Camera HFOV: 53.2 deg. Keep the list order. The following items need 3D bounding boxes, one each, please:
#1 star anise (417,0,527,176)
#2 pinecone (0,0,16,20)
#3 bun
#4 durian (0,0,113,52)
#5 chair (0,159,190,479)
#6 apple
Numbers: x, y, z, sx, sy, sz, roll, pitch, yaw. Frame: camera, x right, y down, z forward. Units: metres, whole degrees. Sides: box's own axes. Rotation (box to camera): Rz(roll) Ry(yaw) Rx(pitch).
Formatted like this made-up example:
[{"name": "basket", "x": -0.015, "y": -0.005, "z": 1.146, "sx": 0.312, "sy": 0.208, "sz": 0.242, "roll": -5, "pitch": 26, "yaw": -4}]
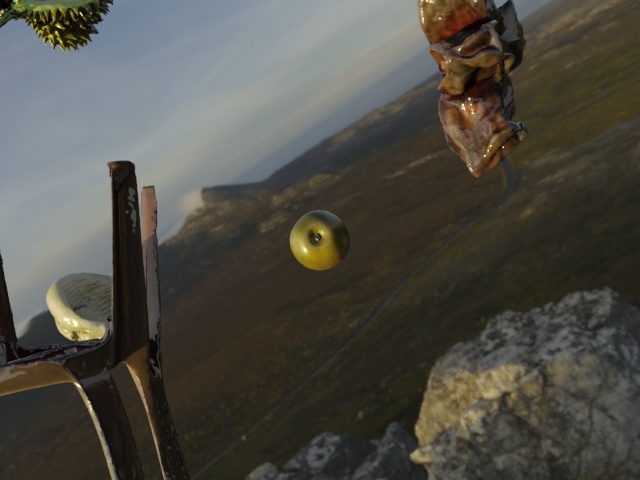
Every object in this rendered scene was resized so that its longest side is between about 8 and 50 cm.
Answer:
[{"name": "star anise", "x": 0.154, "y": -0.191, "z": 0.631, "sx": 0.098, "sy": 0.220, "sz": 0.214, "roll": -12, "pitch": 17, "yaw": 14}, {"name": "pinecone", "x": -0.465, "y": -0.359, "z": 0.925, "sx": 0.077, "sy": 0.077, "sz": 0.083, "roll": -161, "pitch": 85, "yaw": -79}, {"name": "bun", "x": -0.478, "y": 0.165, "z": 1.397, "sx": 0.116, "sy": 0.237, "sz": 0.210, "roll": -58, "pitch": -1, "yaw": 22}, {"name": "durian", "x": -0.314, "y": -0.291, "z": 0.784, "sx": 0.086, "sy": 0.100, "sz": 0.215, "roll": -46, "pitch": 25, "yaw": 37}, {"name": "chair", "x": -0.202, "y": 0.116, "z": 0.512, "sx": 0.183, "sy": 0.327, "sz": 0.175, "roll": -9, "pitch": -4, "yaw": -5}, {"name": "apple", "x": 0.000, "y": 0.000, "z": 0.947, "sx": 0.089, "sy": 0.090, "sz": 0.074, "roll": -34, "pitch": -8, "yaw": -3}]
